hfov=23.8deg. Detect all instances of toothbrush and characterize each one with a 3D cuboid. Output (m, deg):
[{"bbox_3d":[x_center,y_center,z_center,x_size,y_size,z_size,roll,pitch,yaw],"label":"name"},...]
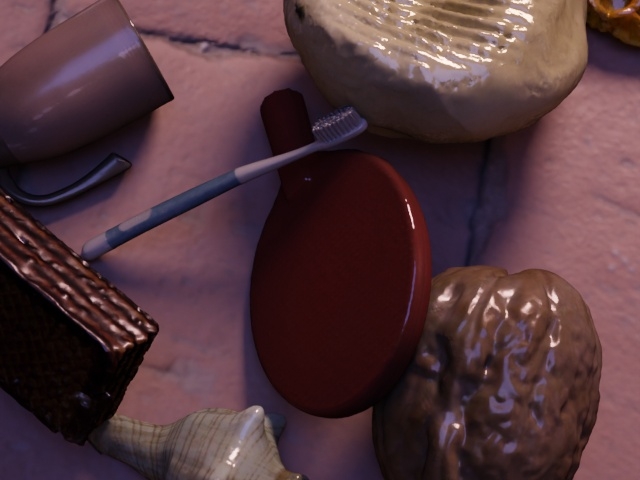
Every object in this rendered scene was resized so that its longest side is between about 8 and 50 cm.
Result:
[{"bbox_3d":[-0.086,-0.046,1.253,0.275,0.025,0.019,-24,41,18],"label":"toothbrush"}]

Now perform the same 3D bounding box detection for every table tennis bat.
[{"bbox_3d":[0.000,0.000,1.234,0.038,0.200,0.310,18,42,-38],"label":"table tennis bat"}]

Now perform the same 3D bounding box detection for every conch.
[{"bbox_3d":[-0.068,0.181,1.198,0.137,0.114,0.234,-33,69,-23],"label":"conch"}]

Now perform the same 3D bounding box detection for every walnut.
[{"bbox_3d":[0.126,0.130,1.187,0.178,0.178,0.230,10,77,3],"label":"walnut"}]

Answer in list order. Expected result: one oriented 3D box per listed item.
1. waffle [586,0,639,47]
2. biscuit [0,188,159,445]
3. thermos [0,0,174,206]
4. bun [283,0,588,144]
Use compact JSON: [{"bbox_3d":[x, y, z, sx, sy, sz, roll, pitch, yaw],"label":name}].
[{"bbox_3d":[0.282,-0.283,1.368,0.249,0.056,0.253,-8,74,-2],"label":"waffle"},{"bbox_3d":[-0.298,0.005,1.235,0.388,0.107,0.073,39,33,15],"label":"biscuit"},{"bbox_3d":[-0.225,-0.105,1.296,0.193,0.105,0.137,-31,106,-4],"label":"thermos"},{"bbox_3d":[0.108,-0.176,1.285,0.259,0.160,0.259,-1,57,2],"label":"bun"}]
